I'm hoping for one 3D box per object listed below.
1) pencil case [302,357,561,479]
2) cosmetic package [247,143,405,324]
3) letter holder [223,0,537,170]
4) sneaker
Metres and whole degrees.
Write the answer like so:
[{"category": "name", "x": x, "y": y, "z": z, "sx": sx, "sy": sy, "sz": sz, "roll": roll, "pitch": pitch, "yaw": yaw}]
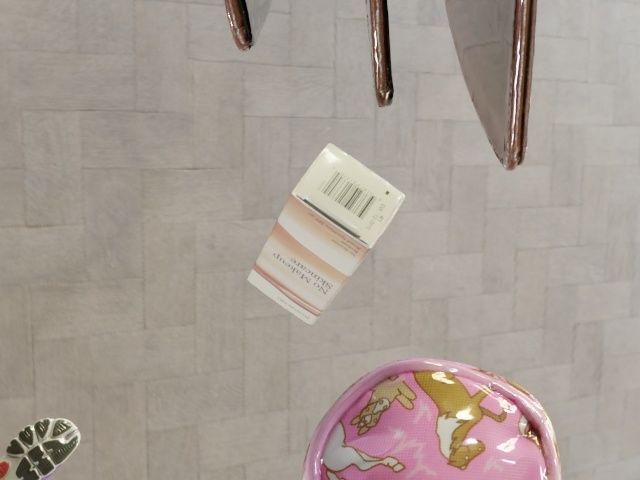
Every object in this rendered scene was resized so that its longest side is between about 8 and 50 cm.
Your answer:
[{"category": "pencil case", "x": 0.054, "y": 0.217, "z": 0.629, "sx": 0.160, "sy": 0.386, "sz": 0.167, "roll": 13, "pitch": 62, "yaw": 0}, {"category": "cosmetic package", "x": 0.000, "y": 0.000, "z": 1.313, "sx": 0.153, "sy": 0.296, "sz": 0.129, "roll": 34, "pitch": 57, "yaw": 3}, {"category": "letter holder", "x": 0.030, "y": -0.187, "z": 0.499, "sx": 0.152, "sy": 0.302, "sz": 0.214, "roll": -5, "pitch": 124, "yaw": 4}, {"category": "sneaker", "x": -0.369, "y": 0.287, "z": 1.017, "sx": 0.170, "sy": 0.071, "sz": 0.068, "roll": -40, "pitch": 72, "yaw": 5}]
